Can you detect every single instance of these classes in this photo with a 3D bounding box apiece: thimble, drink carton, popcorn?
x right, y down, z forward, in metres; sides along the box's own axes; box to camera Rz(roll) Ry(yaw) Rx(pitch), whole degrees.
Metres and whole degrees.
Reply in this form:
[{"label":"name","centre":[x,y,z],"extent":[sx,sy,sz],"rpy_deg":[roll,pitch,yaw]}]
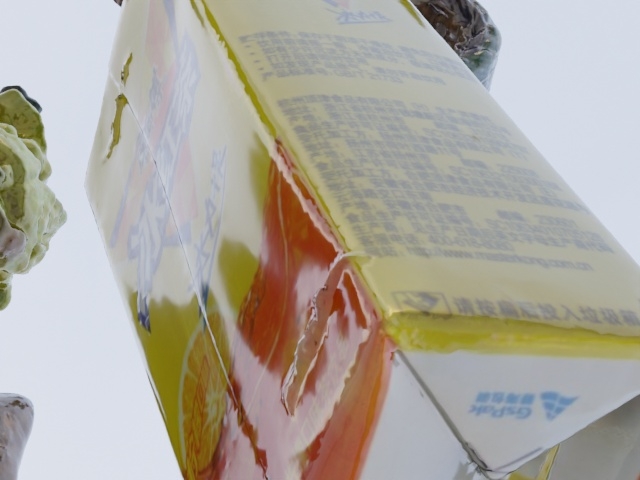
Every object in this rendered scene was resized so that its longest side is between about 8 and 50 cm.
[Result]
[{"label":"thimble","centre":[0.077,-0.152,1.329],"extent":[0.135,0.090,0.118],"rpy_deg":[29,-130,16]},{"label":"drink carton","centre":[0.000,0.000,0.619],"extent":[0.351,0.111,0.154],"rpy_deg":[-118,-140,-56]},{"label":"popcorn","centre":[-0.441,-0.037,1.950],"extent":[0.293,0.293,0.237],"rpy_deg":[-65,-155,3]}]

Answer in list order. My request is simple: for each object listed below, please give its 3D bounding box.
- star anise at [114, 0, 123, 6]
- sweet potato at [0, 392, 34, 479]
[{"label":"star anise","centre":[-0.143,-0.275,1.725],"extent":[0.220,0.190,0.126],"rpy_deg":[49,-32,6]},{"label":"sweet potato","centre":[-0.250,0.187,0.895],"extent":[0.097,0.292,0.097],"rpy_deg":[22,-50,29]}]
